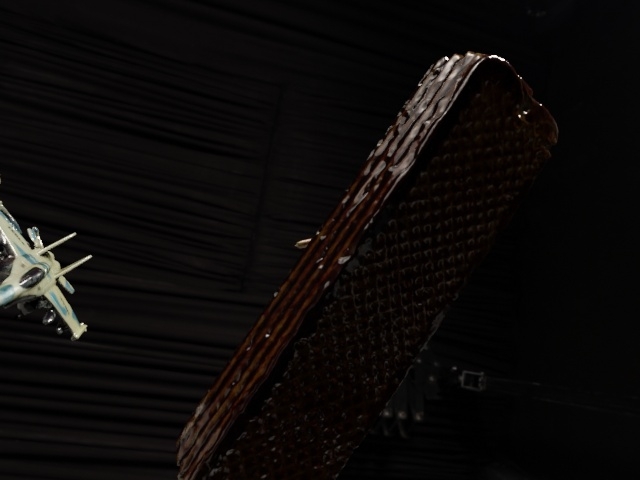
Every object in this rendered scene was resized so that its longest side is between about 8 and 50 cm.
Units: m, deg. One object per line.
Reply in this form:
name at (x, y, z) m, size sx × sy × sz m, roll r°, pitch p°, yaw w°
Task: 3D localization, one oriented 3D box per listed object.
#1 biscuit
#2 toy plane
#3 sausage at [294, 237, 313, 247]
biscuit at (0.040, 0.035, 0.391) m, size 0.388 × 0.107 × 0.073 m, roll -55°, pitch -153°, yaw -2°
toy plane at (-0.330, 0.045, 0.544) m, size 0.192 × 0.088 × 0.262 m, roll 63°, pitch -3°, yaw -13°
sausage at (0.000, 0.000, 0.929) m, size 0.015 × 0.100 × 0.015 m, roll -11°, pitch 90°, yaw -83°
